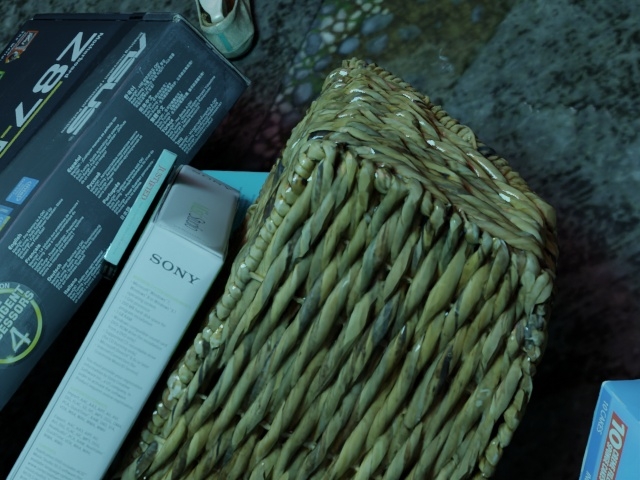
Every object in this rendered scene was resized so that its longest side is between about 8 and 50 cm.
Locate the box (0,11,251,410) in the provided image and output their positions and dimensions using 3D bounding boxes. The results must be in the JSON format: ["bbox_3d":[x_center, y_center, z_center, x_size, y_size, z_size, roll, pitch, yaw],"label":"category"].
[{"bbox_3d":[-0.265,-0.009,1.360,0.395,0.097,0.318,-54,29,-12],"label":"box"}]

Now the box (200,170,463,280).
[{"bbox_3d":[0.000,0.000,1.260,0.244,0.100,0.060,3,61,32],"label":"box"}]

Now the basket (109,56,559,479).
[{"bbox_3d":[0.027,0.064,1.123,0.299,0.213,0.223,-59,5,20],"label":"basket"}]

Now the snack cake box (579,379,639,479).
[{"bbox_3d":[0.191,0.221,0.879,0.089,0.264,0.152,0,26,-19],"label":"snack cake box"}]

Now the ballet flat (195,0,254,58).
[{"bbox_3d":[-0.091,-0.234,1.506,0.057,0.052,0.168,-27,49,12],"label":"ballet flat"}]

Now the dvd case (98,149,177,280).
[{"bbox_3d":[-0.129,-0.016,1.187,0.013,0.119,0.087,29,81,-6],"label":"dvd case"}]

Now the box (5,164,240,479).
[{"bbox_3d":[-0.157,0.111,1.148,0.322,0.058,0.232,-59,6,9],"label":"box"}]
